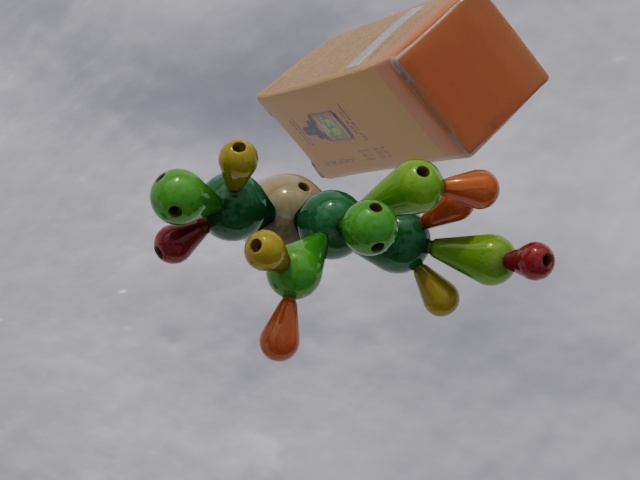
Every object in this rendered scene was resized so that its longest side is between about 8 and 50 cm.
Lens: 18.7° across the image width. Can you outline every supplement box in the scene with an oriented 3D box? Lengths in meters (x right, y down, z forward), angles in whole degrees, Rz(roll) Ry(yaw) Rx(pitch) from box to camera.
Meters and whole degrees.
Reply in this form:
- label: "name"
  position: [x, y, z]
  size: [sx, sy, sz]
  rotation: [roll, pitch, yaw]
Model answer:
- label: "supplement box"
  position: [0.045, -0.093, 1.211]
  size: [0.080, 0.233, 0.078]
  rotation: [-45, 104, -19]

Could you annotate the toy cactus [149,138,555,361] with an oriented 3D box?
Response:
- label: "toy cactus"
  position: [0.000, 0.000, 1.062]
  size: [0.219, 0.180, 0.112]
  rotation: [-1, 95, -24]
